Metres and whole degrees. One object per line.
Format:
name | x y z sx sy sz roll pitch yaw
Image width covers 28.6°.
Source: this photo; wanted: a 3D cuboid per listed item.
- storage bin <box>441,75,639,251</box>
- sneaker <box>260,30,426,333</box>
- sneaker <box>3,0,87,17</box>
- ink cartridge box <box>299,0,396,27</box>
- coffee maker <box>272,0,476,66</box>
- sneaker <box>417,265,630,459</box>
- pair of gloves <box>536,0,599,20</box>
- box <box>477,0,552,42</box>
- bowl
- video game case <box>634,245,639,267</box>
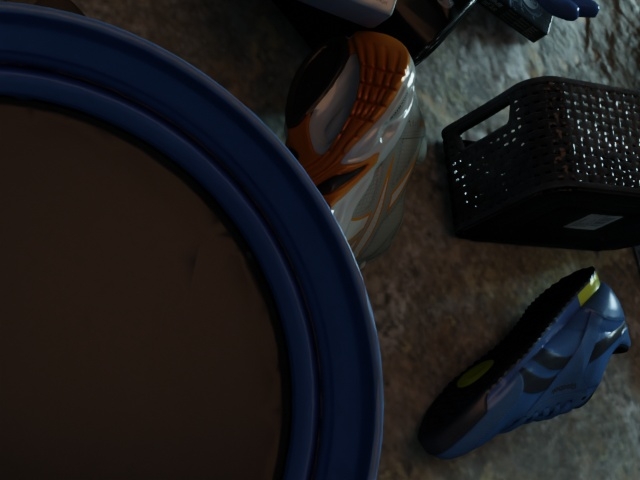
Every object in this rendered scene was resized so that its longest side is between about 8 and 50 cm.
storage bin | 0.193 -0.051 0.930 0.180 0.122 0.084 5 70 -31
sneaker | 0.000 0.000 0.807 0.262 0.099 0.121 -57 143 -17
sneaker | -0.186 -0.075 0.728 0.071 0.066 0.188 37 58 -18
ink cartridge box | 0.018 -0.209 0.792 0.088 0.052 0.122 19 85 -12
coffee maker | 0.003 -0.188 0.877 0.171 0.120 0.178 -43 98 -11
sneaker | 0.154 0.102 0.884 0.209 0.069 0.082 -37 98 -36
pair of gloves | 0.140 -0.250 0.983 0.159 0.023 0.198 21 37 -36
box | 0.156 -0.211 1.028 0.083 0.018 0.067 32 58 -20
bowl | -0.162 0.081 0.624 0.391 0.077 0.391 3 82 -18
video game case | 0.312 0.022 1.047 0.119 0.015 0.166 -6 76 -34
